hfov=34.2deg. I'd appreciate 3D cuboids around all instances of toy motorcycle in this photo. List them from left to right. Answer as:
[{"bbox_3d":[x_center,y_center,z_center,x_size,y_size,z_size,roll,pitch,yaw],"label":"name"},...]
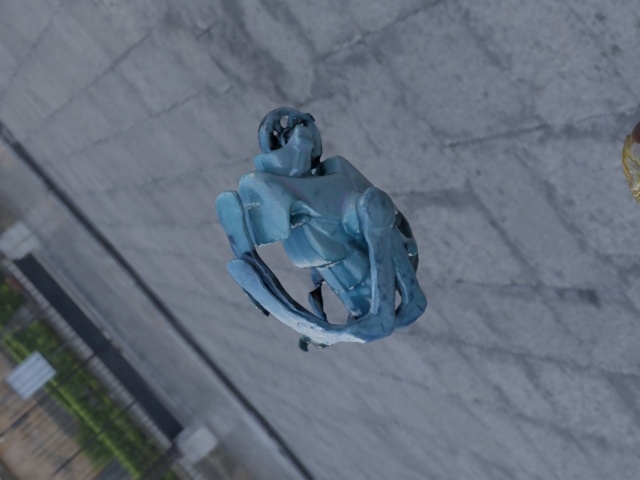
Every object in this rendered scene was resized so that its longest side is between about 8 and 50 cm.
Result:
[{"bbox_3d":[0.000,0.000,1.111,0.260,0.206,0.154,46,146,-23],"label":"toy motorcycle"}]

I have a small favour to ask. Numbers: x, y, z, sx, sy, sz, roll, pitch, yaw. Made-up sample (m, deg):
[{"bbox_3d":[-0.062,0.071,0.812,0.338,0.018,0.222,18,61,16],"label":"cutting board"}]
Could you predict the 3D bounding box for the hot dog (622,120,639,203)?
[{"bbox_3d":[0.199,-0.032,0.451,0.071,0.165,0.045,29,116,51],"label":"hot dog"}]
